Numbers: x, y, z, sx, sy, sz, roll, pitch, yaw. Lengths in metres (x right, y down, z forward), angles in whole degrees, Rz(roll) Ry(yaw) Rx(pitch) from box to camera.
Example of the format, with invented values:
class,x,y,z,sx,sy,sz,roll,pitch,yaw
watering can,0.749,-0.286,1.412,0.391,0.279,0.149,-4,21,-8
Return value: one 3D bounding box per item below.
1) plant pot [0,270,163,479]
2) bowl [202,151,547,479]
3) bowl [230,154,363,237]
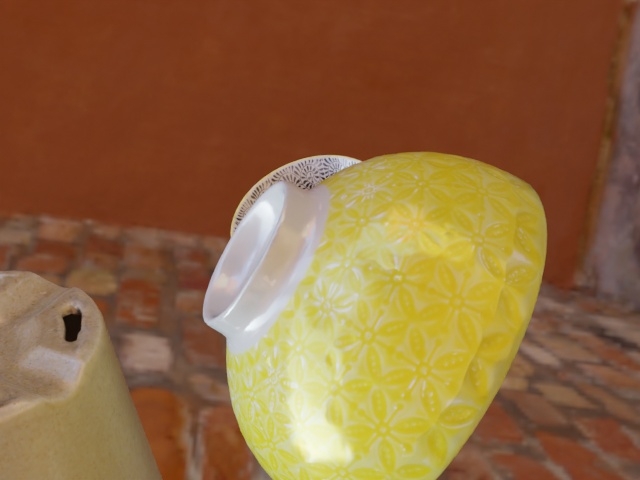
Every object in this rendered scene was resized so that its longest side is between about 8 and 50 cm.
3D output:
class,x,y,z,sx,sy,sz,roll,pitch,yaw
plant pot,-0.274,0.208,1.134,0.334,0.334,0.305,-114,15,-57
bowl,0.012,0.043,0.936,0.289,0.156,0.289,-52,18,24
bowl,0.000,0.000,1.354,0.080,0.170,0.170,66,-171,-46
